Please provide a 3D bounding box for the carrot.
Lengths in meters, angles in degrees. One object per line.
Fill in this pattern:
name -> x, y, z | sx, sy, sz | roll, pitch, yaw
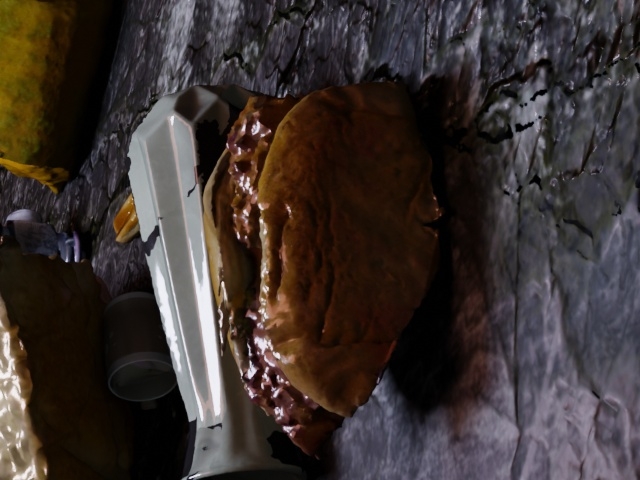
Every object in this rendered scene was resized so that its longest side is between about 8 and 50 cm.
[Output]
carrot -> -0.394, -0.230, 2.291 | 0.241, 0.241, 0.340 | 51, 127, 58

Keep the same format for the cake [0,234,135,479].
cake -> -0.372, 0.183, 1.958 | 0.307, 0.293, 0.314 | -16, 78, 21

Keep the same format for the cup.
cup -> -0.185, 0.117, 1.942 | 0.074, 0.102, 0.099 | -25, 48, 15

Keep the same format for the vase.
vase -> -0.085, 0.045, 1.640 | 0.165, 0.165, 0.360 | -40, 51, 56

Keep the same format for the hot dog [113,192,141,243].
hot dog -> -0.188, -0.042, 2.024 | 0.133, 0.041, 0.056 | -50, 39, 38

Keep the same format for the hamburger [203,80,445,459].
hamburger -> 0.000, 0.000, 1.450 | 0.282, 0.245, 0.155 | -43, -2, -31

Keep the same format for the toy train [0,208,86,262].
toy train -> -0.366, 0.116, 2.244 | 0.202, 0.131, 0.299 | 121, 148, -44
